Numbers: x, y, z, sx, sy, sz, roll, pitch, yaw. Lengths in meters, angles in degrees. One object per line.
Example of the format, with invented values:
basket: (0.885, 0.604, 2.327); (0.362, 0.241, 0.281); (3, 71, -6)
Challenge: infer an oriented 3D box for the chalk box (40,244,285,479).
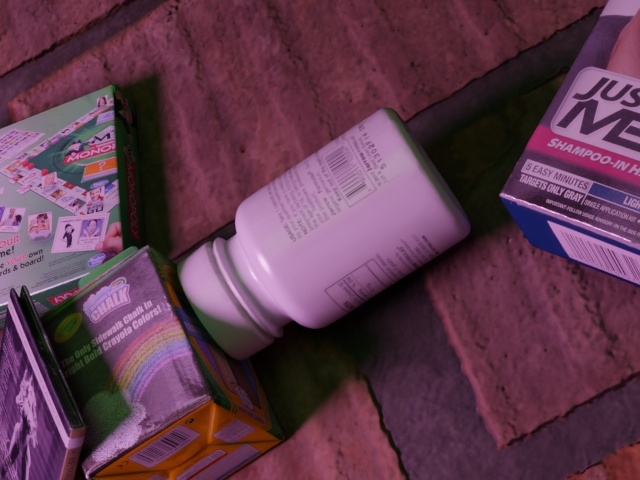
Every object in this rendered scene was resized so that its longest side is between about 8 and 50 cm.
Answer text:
chalk box: (-0.148, 0.104, 1.148); (0.132, 0.132, 0.213); (-34, 55, 10)

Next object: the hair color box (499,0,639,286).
hair color box: (0.306, -0.134, 1.055); (0.174, 0.105, 0.347); (23, 77, 33)

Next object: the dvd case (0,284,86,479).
dvd case: (-0.250, 0.173, 1.138); (0.164, 0.018, 0.221); (57, 141, 38)

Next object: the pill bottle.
pill bottle: (0.000, 0.000, 1.124); (0.229, 0.131, 0.131); (-33, 56, 8)

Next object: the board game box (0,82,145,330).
board game box: (-0.329, -0.013, 1.347); (0.317, 0.046, 0.213); (-19, 58, 18)
